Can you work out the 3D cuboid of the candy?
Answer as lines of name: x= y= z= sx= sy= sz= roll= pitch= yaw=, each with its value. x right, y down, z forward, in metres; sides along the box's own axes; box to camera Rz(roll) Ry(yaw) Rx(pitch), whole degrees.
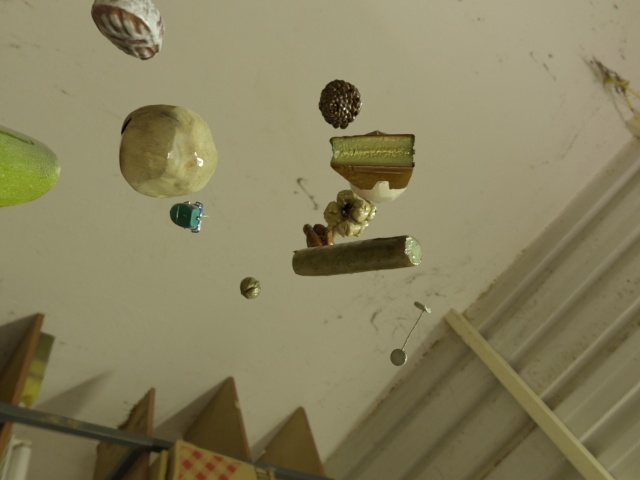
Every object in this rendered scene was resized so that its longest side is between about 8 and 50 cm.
candy: x=-0.645 y=-0.743 z=1.722 sx=0.289 sy=0.214 sz=0.157 roll=94 pitch=5 yaw=-76

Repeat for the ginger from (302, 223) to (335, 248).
ginger: x=0.000 y=0.000 z=1.763 sx=0.073 sy=0.103 sz=0.162 roll=102 pitch=-25 yaw=-58

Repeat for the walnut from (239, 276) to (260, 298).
walnut: x=-0.259 y=0.175 z=1.872 sx=0.092 sy=0.092 sz=0.092 roll=-33 pitch=-139 yaw=35

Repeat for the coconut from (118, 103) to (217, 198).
coconut: x=-0.347 y=-0.196 z=1.127 sx=0.224 sy=0.224 sz=0.225 roll=-33 pitch=-139 yaw=35

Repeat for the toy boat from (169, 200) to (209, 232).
toy boat: x=-0.374 y=-0.071 z=1.481 sx=0.174 sy=0.110 sz=0.091 roll=14 pitch=-85 yaw=45

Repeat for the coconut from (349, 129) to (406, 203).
coconut: x=0.191 y=-0.252 z=1.684 sx=0.226 sy=0.231 sz=0.227 roll=-10 pitch=-139 yaw=9

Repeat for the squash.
squash: x=-0.681 y=-0.147 z=1.048 sx=0.189 sy=0.189 sz=0.260 roll=-61 pitch=-178 yaw=-2

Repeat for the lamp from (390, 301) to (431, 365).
lamp: x=0.250 y=0.268 z=1.447 sx=0.050 sy=0.056 sz=0.199 roll=29 pitch=-85 yaw=36

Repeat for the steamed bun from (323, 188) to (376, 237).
steamed bun: x=0.092 y=-0.095 z=1.862 sx=0.192 sy=0.106 sz=0.177 roll=-55 pitch=-138 yaw=6

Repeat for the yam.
yam: x=0.072 y=0.041 z=1.169 sx=0.371 sy=0.083 sz=0.083 roll=-7 pitch=-121 yaw=47

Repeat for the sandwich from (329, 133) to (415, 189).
sandwich: x=0.134 y=-0.215 z=1.368 sx=0.128 sy=0.235 sz=0.122 roll=106 pitch=-17 yaw=-62

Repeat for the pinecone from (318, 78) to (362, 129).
pinecone: x=0.080 y=-0.561 z=2.081 sx=0.184 sy=0.179 sz=0.205 roll=-57 pitch=-177 yaw=18
